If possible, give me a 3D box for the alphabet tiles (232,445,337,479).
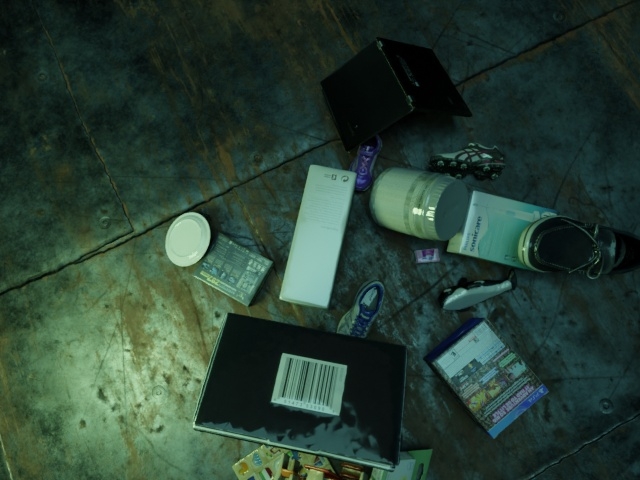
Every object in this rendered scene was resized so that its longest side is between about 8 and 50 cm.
[{"bbox_3d":[-0.126,0.814,1.398,0.343,0.011,0.285,-33,81,-4],"label":"alphabet tiles"}]

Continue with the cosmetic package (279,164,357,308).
[{"bbox_3d":[0.000,0.000,1.432,0.162,0.230,0.452,11,80,5],"label":"cosmetic package"}]

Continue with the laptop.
[{"bbox_3d":[0.267,-0.533,1.568,0.409,0.236,0.381,-2,59,-26],"label":"laptop"}]

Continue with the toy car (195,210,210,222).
[{"bbox_3d":[-0.437,-0.046,1.549,0.060,0.040,0.121,0,77,-19],"label":"toy car"}]

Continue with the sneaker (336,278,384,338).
[{"bbox_3d":[0.132,0.265,1.428,0.112,0.131,0.296,21,83,4],"label":"sneaker"}]

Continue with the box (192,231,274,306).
[{"bbox_3d":[-0.309,0.104,1.508,0.233,0.059,0.183,27,82,6],"label":"box"}]

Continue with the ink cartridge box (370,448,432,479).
[{"bbox_3d":[0.259,0.744,1.303,0.235,0.056,0.170,13,91,-27],"label":"ink cartridge box"}]

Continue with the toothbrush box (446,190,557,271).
[{"bbox_3d":[0.612,-0.029,1.434,0.296,0.126,0.216,12,90,-4],"label":"toothbrush box"}]

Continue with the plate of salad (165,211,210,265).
[{"bbox_3d":[-0.474,-0.004,1.516,0.200,0.048,0.199,-6,75,22],"label":"plate of salad"}]

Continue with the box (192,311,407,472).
[{"bbox_3d":[-0.044,0.447,1.197,0.481,0.471,0.297,10,61,3],"label":"box"}]

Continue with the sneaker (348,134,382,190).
[{"bbox_3d":[0.165,-0.299,1.542,0.095,0.104,0.236,17,82,4],"label":"sneaker"}]

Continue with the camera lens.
[{"bbox_3d":[0.317,-0.125,1.403,0.275,0.219,0.219,20,79,44],"label":"camera lens"}]

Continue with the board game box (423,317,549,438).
[{"bbox_3d":[0.529,0.436,1.376,0.232,0.141,0.291,-38,81,-5],"label":"board game box"}]

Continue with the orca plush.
[{"bbox_3d":[0.528,0.151,1.451,0.288,0.151,0.102,-24,49,1],"label":"orca plush"}]

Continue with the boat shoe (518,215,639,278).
[{"bbox_3d":[0.843,0.023,1.338,0.501,0.156,0.186,5,94,-22],"label":"boat shoe"}]

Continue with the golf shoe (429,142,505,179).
[{"bbox_3d":[0.531,-0.294,1.542,0.274,0.105,0.120,4,64,-3],"label":"golf shoe"}]

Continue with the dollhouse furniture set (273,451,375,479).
[{"bbox_3d":[0.038,0.695,1.226,0.262,0.259,0.135,-2,51,28],"label":"dollhouse furniture set"}]

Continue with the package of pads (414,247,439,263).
[{"bbox_3d":[0.380,0.056,1.505,0.084,0.032,0.050,-5,81,1],"label":"package of pads"}]
